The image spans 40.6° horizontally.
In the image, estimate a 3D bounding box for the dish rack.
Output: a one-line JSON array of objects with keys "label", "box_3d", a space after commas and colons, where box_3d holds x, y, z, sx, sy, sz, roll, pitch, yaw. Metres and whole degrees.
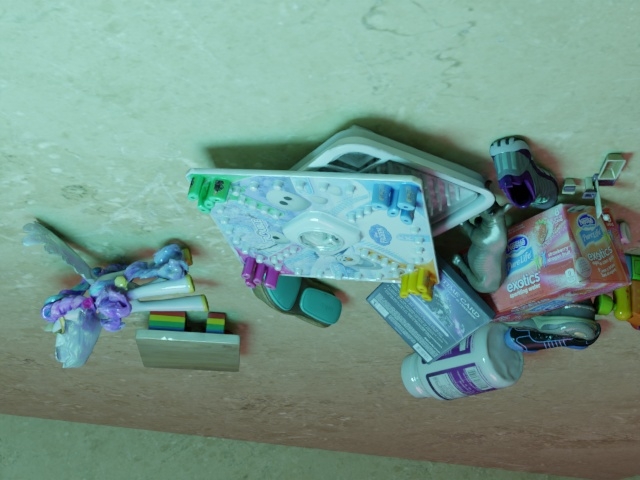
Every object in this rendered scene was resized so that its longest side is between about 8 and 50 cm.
[{"label": "dish rack", "box_3d": [0.099, -0.092, 1.493, 0.333, 0.072, 0.285, 17, 150, -29]}]

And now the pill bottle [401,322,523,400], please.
[{"label": "pill bottle", "box_3d": [0.358, 0.321, 2.242, 0.169, 0.169, 0.301, 22, 149, -36]}]

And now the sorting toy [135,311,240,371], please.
[{"label": "sorting toy", "box_3d": [-0.337, 0.259, 2.255, 0.257, 0.089, 0.255, 4, 155, -4]}]

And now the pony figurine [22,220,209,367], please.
[{"label": "pony figurine", "box_3d": [-0.439, 0.114, 1.796, 0.363, 0.303, 0.351, -13, 163, -2]}]

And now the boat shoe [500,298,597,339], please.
[{"label": "boat shoe", "box_3d": [0.495, 0.136, 1.877, 0.132, 0.130, 0.355, 11, 176, -14]}]

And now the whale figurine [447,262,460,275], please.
[{"label": "whale figurine", "box_3d": [0.230, 0.113, 1.820, 0.216, 0.141, 0.272, 12, 157, 45]}]

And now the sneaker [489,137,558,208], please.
[{"label": "sneaker", "box_3d": [0.343, -0.082, 1.461, 0.083, 0.098, 0.224, -14, 150, 31]}]

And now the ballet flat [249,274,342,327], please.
[{"label": "ballet flat", "box_3d": [-0.080, 0.107, 1.917, 0.124, 0.116, 0.342, 9, 166, 34]}]

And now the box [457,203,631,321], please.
[{"label": "box", "box_3d": [0.413, 0.050, 1.644, 0.142, 0.154, 0.300, 2, 160, -32]}]

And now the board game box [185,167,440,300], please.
[{"label": "board game box", "box_3d": [0.000, 0.000, 1.523, 0.390, 0.050, 0.390, 3, 154, 14]}]

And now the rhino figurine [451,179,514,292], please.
[{"label": "rhino figurine", "box_3d": [0.301, -0.007, 1.571, 0.073, 0.106, 0.243, -17, 130, -20]}]

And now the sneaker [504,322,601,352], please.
[{"label": "sneaker", "box_3d": [0.575, 0.226, 2.136, 0.232, 0.081, 0.090, -1, 153, -9]}]

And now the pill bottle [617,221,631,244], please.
[{"label": "pill bottle", "box_3d": [0.553, -0.006, 1.673, 0.083, 0.043, 0.043, -16, 150, 34]}]

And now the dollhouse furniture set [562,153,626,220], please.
[{"label": "dollhouse furniture set", "box_3d": [0.466, -0.088, 1.460, 0.091, 0.081, 0.114, 0, 155, 3]}]

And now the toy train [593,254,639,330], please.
[{"label": "toy train", "box_3d": [0.620, 0.145, 1.757, 0.143, 0.248, 0.105, 10, 154, -5]}]

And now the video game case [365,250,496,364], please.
[{"label": "video game case", "box_3d": [0.214, 0.133, 1.743, 0.196, 0.026, 0.274, 46, 147, 6]}]
